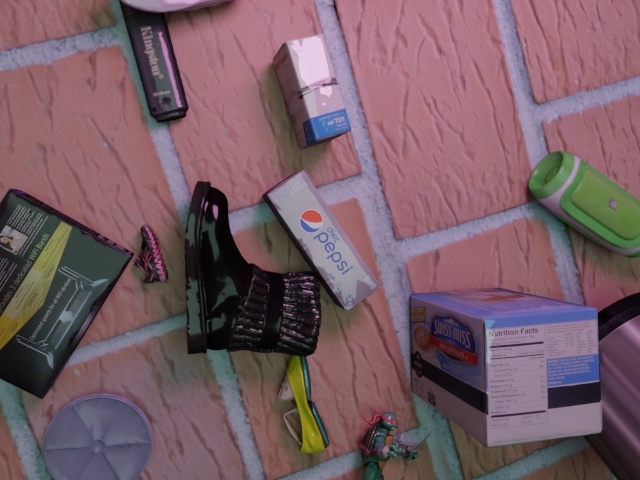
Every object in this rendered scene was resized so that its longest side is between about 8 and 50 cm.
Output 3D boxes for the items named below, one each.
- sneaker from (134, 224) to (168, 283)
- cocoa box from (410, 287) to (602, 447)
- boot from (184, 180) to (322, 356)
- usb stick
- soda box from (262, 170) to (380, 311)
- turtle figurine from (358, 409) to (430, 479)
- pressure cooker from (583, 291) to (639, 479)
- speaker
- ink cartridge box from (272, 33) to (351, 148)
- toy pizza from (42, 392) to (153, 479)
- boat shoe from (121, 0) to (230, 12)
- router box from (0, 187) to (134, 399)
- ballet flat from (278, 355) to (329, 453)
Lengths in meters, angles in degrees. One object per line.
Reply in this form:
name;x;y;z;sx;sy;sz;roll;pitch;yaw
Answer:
sneaker;-0.339;0.030;1.163;0.057;0.047;0.119;-14;94;-1
cocoa box;0.343;0.225;1.172;0.232;0.347;0.227;-3;92;-12
boot;-0.130;0.058;1.164;0.260;0.131;0.347;-1;95;-11
usb stick;-0.323;-0.370;1.147;0.077;0.045;0.277;-15;96;-13
soda box;0.000;0.000;1.210;0.091;0.098;0.286;-35;99;-8
turtle figurine;0.138;0.454;1.257;0.175;0.118;0.234;20;89;-54
pressure cooker;0.692;0.310;1.233;0.376;0.420;0.369;-27;130;-1
speaker;0.618;-0.079;1.340;0.297;0.131;0.131;31;85;-13
ink cartridge box;-0.020;-0.288;1.172;0.082;0.140;0.190;-17;96;-14
toy pizza;-0.430;0.395;1.159;0.202;0.032;0.201;0;91;-14
boat shoe;-0.260;-0.470;1.121;0.258;0.084;0.095;-10;99;-25
router box;-0.533;0.096;1.097;0.243;0.081;0.308;32;85;-13
ballet flat;-0.044;0.335;1.229;0.077;0.077;0.230;-15;97;1
